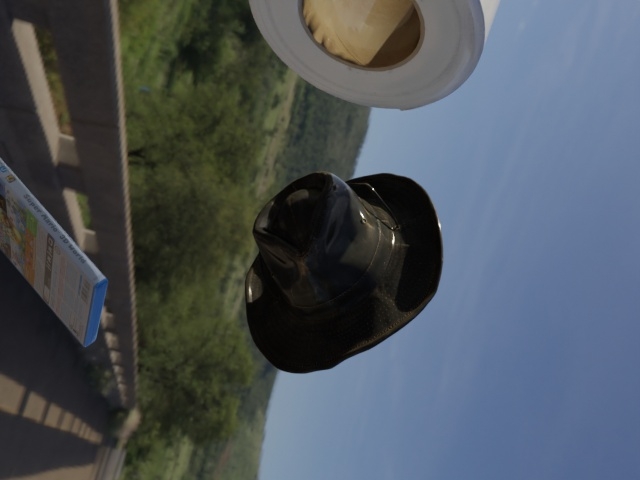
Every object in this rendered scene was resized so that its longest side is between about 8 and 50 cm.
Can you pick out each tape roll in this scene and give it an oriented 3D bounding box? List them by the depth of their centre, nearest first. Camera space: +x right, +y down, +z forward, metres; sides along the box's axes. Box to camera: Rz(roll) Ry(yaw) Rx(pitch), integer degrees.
[{"bbox_3d":[0.067,-0.278,0.857,0.246,0.246,0.169,115,-1,-58],"label":"tape roll"}]

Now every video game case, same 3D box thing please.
[{"bbox_3d":[-0.251,0.007,0.744,0.015,0.166,0.119,-36,166,-34],"label":"video game case"}]

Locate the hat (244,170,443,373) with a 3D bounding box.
[{"bbox_3d":[0.000,0.000,1.097,0.134,0.331,0.331,52,37,-39],"label":"hat"}]
